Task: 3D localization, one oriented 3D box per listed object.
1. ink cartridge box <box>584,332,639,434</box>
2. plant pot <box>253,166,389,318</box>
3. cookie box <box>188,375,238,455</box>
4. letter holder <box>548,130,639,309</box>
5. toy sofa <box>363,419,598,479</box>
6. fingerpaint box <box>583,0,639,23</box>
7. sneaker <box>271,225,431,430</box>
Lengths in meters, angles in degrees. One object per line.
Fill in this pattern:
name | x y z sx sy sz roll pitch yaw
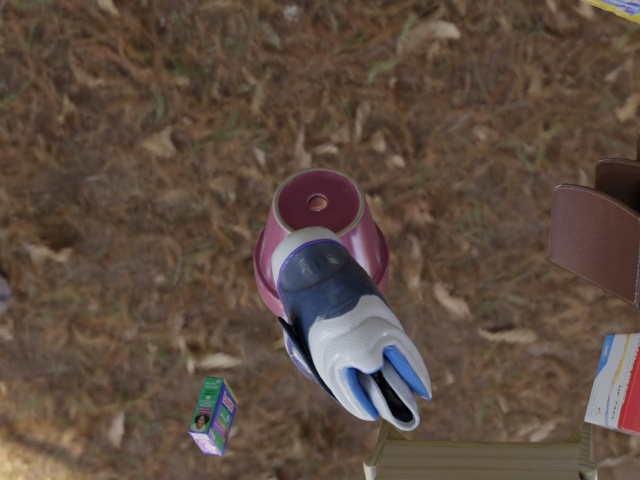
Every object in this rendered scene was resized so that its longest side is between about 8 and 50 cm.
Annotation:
ink cartridge box | 0.438 0.197 1.614 0.078 0.231 0.134 16 83 -1
plant pot | 0.000 0.000 1.697 0.201 0.201 0.180 -14 146 -7
cookie box | -0.183 0.302 2.057 0.040 0.107 0.092 3 147 18
letter holder | 0.449 -0.046 1.671 0.152 0.302 0.214 -2 102 -11
toy sofa | 0.257 0.397 1.890 0.362 0.177 0.150 -2 122 15
fingerpaint box | 0.434 -0.468 1.507 0.444 0.371 0.163 12 158 -32
sneaker | 0.048 0.154 1.386 0.130 0.236 0.323 -26 140 -5
